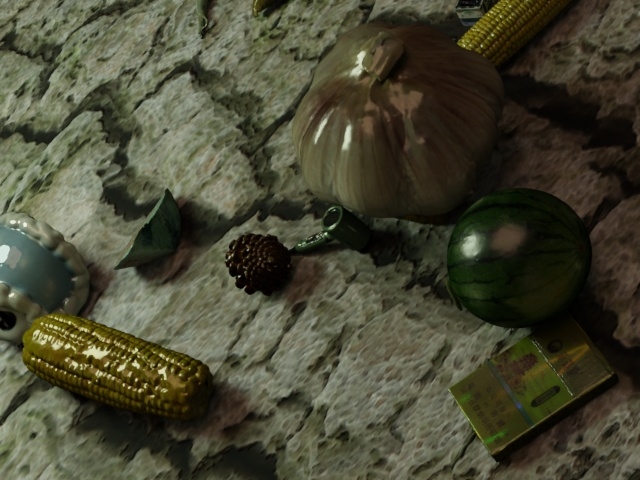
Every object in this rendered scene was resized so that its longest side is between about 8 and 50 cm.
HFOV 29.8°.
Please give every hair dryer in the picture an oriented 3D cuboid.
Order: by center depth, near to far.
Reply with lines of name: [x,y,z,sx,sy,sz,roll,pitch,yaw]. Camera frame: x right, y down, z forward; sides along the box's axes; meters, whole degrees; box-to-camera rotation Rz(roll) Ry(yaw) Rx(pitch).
hair dryer: [0.000,0.000,1.850,0.150,0.071,0.047,-25,44,33]
hair dryer: [-0.252,-0.477,2.320,0.167,0.067,0.199,6,76,41]

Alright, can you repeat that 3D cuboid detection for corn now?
corn: [-0.319,0.192,1.840,0.363,0.120,0.120,11,64,32]
corn: [0.311,-0.352,1.906,0.248,0.081,0.081,-42,49,-4]

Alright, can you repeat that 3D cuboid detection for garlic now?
garlic: [0.106,-0.169,1.725,0.322,0.241,0.322,-15,67,40]

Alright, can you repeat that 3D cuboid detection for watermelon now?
watermelon: [0.254,0.024,1.613,0.214,0.188,0.188,-9,54,37]
watermelon: [-0.281,-0.012,1.996,0.094,0.081,0.180,-6,39,44]

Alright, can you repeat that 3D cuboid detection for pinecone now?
pinecone: [-0.098,0.030,1.855,0.102,0.102,0.109,-40,39,-2]

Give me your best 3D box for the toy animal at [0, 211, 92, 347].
toy animal: [-0.508,0.062,2.005,0.208,0.156,0.204,17,64,39]

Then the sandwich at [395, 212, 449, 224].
sandwich: [0.146,-0.134,1.854,0.186,0.065,0.215,8,64,32]

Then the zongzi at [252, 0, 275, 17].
zongzi: [-0.074,-0.584,2.241,0.288,0.134,0.286,-47,47,17]

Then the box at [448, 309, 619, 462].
box: [0.280,0.191,1.586,0.193,0.030,0.121,-35,50,3]

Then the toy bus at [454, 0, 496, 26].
toy bus: [0.260,-0.401,1.980,0.052,0.058,0.102,3,55,30]
